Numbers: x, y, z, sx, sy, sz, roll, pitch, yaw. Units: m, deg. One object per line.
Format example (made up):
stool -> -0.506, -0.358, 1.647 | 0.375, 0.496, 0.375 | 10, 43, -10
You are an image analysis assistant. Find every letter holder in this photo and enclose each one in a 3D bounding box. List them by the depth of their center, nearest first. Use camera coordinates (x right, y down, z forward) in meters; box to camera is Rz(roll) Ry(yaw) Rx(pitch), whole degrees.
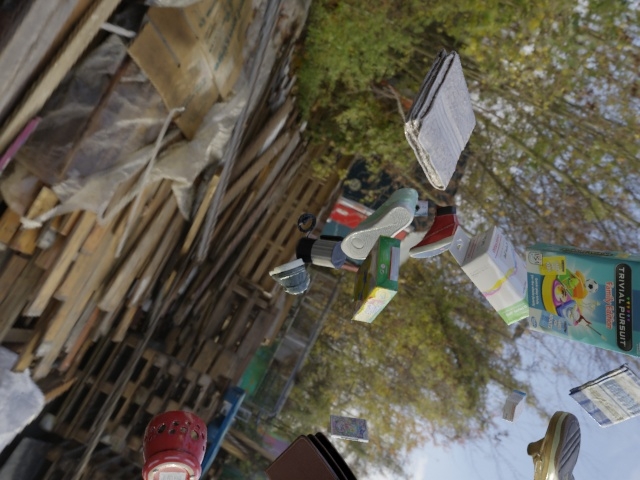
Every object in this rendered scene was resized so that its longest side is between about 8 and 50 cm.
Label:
letter holder -> 0.034, 0.647, 1.409 | 0.152, 0.302, 0.214 | -8, 143, -50

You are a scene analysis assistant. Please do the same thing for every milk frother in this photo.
milk frother -> 0.000, 0.000, 1.650 | 0.129, 0.134, 0.143 | -61, 142, -30

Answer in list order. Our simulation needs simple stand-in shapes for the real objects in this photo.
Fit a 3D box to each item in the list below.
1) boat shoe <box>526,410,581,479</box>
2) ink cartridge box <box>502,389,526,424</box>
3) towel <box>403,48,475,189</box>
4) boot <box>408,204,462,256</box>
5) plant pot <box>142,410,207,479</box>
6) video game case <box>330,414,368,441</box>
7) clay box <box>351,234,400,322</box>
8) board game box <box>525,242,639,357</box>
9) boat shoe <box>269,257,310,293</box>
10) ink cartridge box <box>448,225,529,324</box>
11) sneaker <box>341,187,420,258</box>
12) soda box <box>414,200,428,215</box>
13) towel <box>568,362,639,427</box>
boat shoe -> 0.361, 0.343, 0.868 | 0.068, 0.072, 0.190 | -18, 116, -31
ink cartridge box -> 0.421, 0.364, 1.194 | 0.083, 0.028, 0.048 | -8, 108, -55
towel -> 0.258, -0.241, 1.138 | 0.187, 0.049, 0.282 | -63, 149, -7
boot -> 0.444, -0.040, 2.164 | 0.244, 0.088, 0.177 | -27, -116, 39
plant pot -> -0.441, 0.641, 1.652 | 0.174, 0.191, 0.191 | -109, -140, -61
video game case -> 0.092, 0.603, 1.759 | 0.087, 0.121, 0.011 | -90, -168, -63
clay box -> 0.120, 0.097, 1.232 | 0.222, 0.053, 0.128 | 112, -12, -60
board game box -> 0.731, 0.151, 1.492 | 0.336, 0.079, 0.254 | 9, -70, 56
boat shoe -> -0.089, 0.120, 1.690 | 0.116, 0.099, 0.319 | -20, 176, -7
ink cartridge box -> 0.622, 0.094, 1.945 | 0.119, 0.353, 0.207 | -35, -170, 36
sneaker -> 0.173, -0.048, 1.517 | 0.255, 0.094, 0.151 | -36, -169, 36
soda box -> 0.384, -0.131, 2.229 | 0.183, 0.058, 0.063 | -153, -117, -84
towel -> 1.153, 0.611, 2.144 | 0.034, 0.209, 0.285 | -40, 174, -49
